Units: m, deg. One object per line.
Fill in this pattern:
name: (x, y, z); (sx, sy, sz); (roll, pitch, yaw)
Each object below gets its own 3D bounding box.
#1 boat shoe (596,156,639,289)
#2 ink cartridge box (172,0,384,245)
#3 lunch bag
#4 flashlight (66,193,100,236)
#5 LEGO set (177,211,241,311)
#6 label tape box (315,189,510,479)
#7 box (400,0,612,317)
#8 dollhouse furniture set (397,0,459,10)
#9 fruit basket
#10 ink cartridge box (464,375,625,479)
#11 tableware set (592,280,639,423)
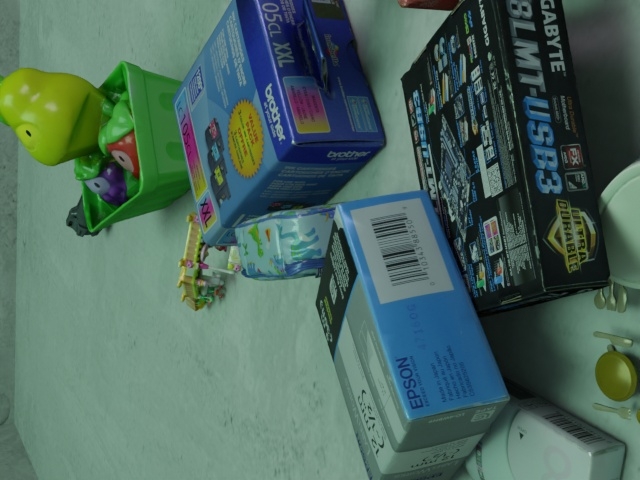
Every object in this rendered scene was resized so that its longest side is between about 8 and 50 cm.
boat shoe: (0.328, -0.069, 0.716); (0.116, 0.099, 0.319); (40, 142, 8)
ink cartridge box: (-0.062, -0.191, 1.296); (0.395, 0.151, 0.270); (-41, 59, 52)
lunch bag: (0.000, 0.000, 1.187); (0.219, 0.176, 0.090); (-9, 90, 62)
flashlight: (-0.515, -0.099, 2.138); (0.103, 0.103, 0.304); (45, 147, 1)
LEGO set: (-0.189, 0.041, 1.625); (0.132, 0.107, 0.287); (-77, -2, -57)
label tape box: (0.079, 0.143, 1.038); (0.347, 0.115, 0.249); (104, 152, -57)
box: (0.169, -0.078, 0.903); (0.293, 0.073, 0.295); (129, 134, -77)
dollhouse furniture set: (0.023, -0.345, 0.941); (0.374, 0.152, 0.201); (38, 120, 51)
fruit basket: (-0.427, -0.183, 1.704); (0.392, 0.392, 0.283); (-24, 73, 58)
ink cartridge box: (0.222, 0.284, 0.963); (0.189, 0.066, 0.232); (26, 112, 56)
tableware set: (0.300, 0.096, 0.836); (0.104, 0.024, 0.154); (9, 100, 56)
